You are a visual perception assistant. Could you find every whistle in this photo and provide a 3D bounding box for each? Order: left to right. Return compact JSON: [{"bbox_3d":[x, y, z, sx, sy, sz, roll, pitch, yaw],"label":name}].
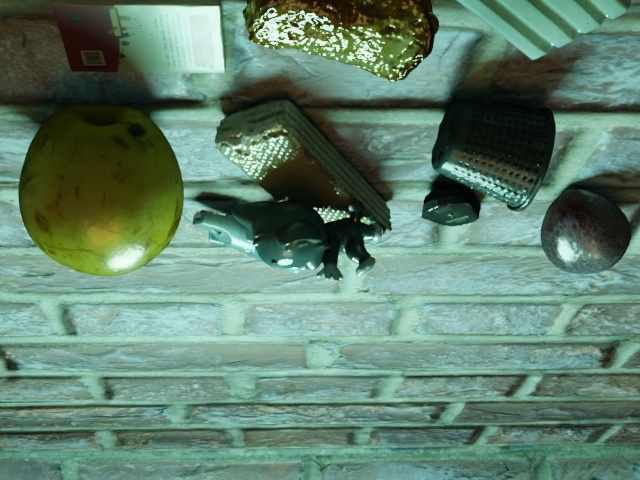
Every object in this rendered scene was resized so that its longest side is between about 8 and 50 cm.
[{"bbox_3d":[-0.123,-0.004,1.882,0.269,0.093,0.180,17,172,-29],"label":"whistle"}]

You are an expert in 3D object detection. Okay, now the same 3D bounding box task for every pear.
[{"bbox_3d":[-0.342,-0.081,1.537,0.280,0.281,0.281,-2,153,-1],"label":"pear"}]

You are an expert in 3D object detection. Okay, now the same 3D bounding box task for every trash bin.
[{"bbox_3d":[0.271,-0.152,1.571,0.161,0.175,0.175,17,149,-9],"label":"trash bin"}]

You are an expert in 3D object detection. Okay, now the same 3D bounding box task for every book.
[{"bbox_3d":[-0.253,-0.292,1.392,0.231,0.022,0.162,-1,155,-3],"label":"book"}]

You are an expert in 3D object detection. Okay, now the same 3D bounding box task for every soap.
[{"bbox_3d":[0.257,-0.351,1.244,0.159,0.088,0.265,-26,145,37],"label":"soap"}]

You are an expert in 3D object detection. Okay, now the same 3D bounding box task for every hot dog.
[{"bbox_3d":[0.023,-0.306,1.294,0.259,0.114,0.175,13,154,-23],"label":"hot dog"}]

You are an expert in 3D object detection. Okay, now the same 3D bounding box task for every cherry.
[{"bbox_3d":[0.504,-0.015,1.854,0.176,0.140,0.176,10,149,6],"label":"cherry"}]

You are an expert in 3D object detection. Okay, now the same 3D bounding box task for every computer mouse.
[{"bbox_3d":[0.244,-0.068,1.829,0.099,0.057,0.172,-17,161,23],"label":"computer mouse"}]

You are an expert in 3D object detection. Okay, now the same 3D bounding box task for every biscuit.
[{"bbox_3d":[-0.020,-0.106,1.707,0.144,0.079,0.426,-14,150,23],"label":"biscuit"}]

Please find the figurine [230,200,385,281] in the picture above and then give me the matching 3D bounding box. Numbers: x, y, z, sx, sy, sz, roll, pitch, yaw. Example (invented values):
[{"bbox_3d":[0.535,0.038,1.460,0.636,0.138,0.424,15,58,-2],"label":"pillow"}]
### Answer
[{"bbox_3d":[0.004,-0.004,1.671,0.265,0.193,0.140,-14,120,-20],"label":"figurine"}]
